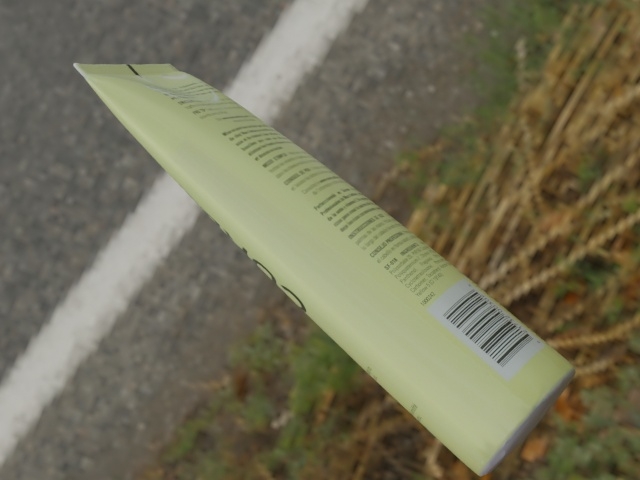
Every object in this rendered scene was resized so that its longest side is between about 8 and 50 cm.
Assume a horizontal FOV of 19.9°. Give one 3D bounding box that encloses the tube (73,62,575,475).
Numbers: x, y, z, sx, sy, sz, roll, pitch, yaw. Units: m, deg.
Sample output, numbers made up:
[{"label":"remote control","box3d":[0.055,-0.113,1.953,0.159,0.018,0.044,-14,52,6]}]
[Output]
[{"label":"tube","box3d":[0.000,0.000,0.781,0.062,0.240,0.070,-43,-13,-23]}]
